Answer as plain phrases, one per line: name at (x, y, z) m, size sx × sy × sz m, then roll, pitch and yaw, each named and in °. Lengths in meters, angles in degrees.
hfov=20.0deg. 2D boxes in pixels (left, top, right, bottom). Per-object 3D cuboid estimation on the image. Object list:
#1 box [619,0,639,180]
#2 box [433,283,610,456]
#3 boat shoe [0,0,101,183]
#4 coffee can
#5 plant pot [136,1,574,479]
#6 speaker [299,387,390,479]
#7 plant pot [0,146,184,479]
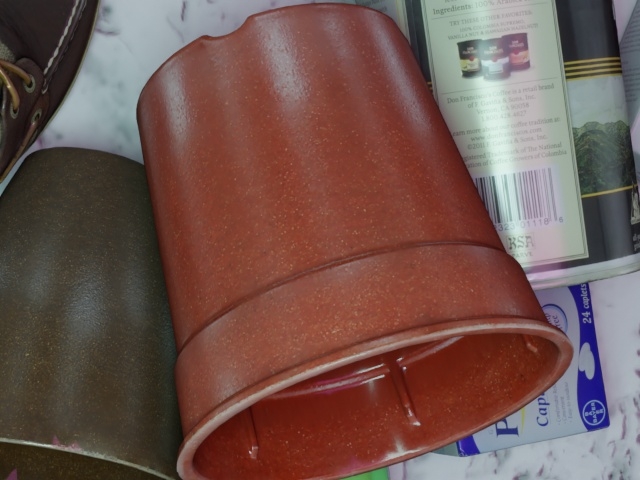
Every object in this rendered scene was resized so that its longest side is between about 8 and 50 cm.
box at (0.316, -0.127, 1.520) m, size 0.130 × 0.091 × 0.170 m, roll 25°, pitch 82°, yaw -16°
box at (0.152, 0.102, 1.476) m, size 0.137 × 0.072 × 0.126 m, roll -10°, pitch 92°, yaw -18°
boat shoe at (-0.253, -0.099, 1.314) m, size 0.123 × 0.123 × 0.342 m, roll 34°, pitch 80°, yaw -15°
coffee can at (0.136, -0.103, 1.404) m, size 0.201 × 0.201 × 0.275 m, roll -9°, pitch 93°, yaw -18°
plant pot at (0.000, 0.000, 1.244) m, size 0.272 × 0.272 × 0.265 m, roll -10°, pitch 67°, yaw -18°
speaker at (-0.001, 0.236, 1.398) m, size 0.131 × 0.131 × 0.296 m, roll -10°, pitch 93°, yaw -18°
plant pot at (-0.183, 0.057, 1.311) m, size 0.215 × 0.215 × 0.230 m, roll 14°, pitch 71°, yaw -18°
